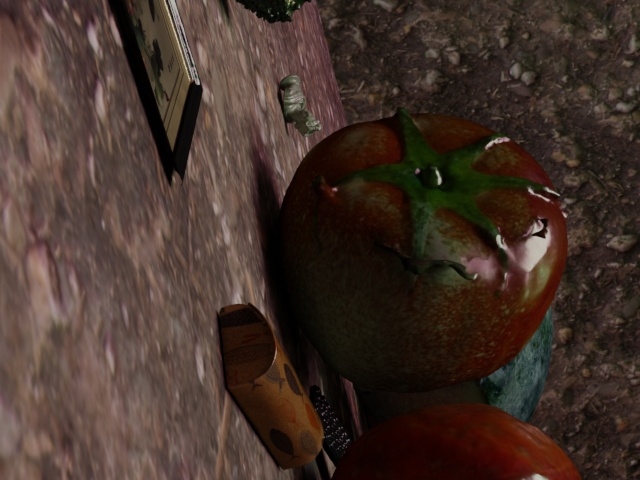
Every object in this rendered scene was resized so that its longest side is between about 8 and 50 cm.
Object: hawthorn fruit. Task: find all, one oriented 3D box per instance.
[{"bbox_3d":[0.115,0.266,1.066,0.262,0.258,0.258,-50,128,-67],"label":"hawthorn fruit"}]

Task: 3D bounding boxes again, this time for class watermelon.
[{"bbox_3d":[0.150,0.157,1.508,0.228,0.258,0.387,-58,163,-28],"label":"watermelon"}]

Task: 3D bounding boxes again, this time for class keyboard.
[{"bbox_3d":[0.038,0.239,1.229,0.204,0.013,0.061,59,18,-24],"label":"keyboard"}]

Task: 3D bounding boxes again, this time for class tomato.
[{"bbox_3d":[0.102,0.019,1.251,0.303,0.303,0.239,-97,-170,-46],"label":"tomato"}]

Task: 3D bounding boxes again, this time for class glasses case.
[{"bbox_3d":[-0.034,0.112,0.911,0.170,0.041,0.064,67,10,-57],"label":"glasses case"}]

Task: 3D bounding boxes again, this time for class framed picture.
[{"bbox_3d":[-0.118,-0.160,0.842,0.195,0.010,0.199,-92,168,-64],"label":"framed picture"}]

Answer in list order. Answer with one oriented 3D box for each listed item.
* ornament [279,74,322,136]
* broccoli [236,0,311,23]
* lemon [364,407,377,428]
[{"bbox_3d":[-0.032,-0.181,1.634,0.068,0.041,0.092,80,-12,-85],"label":"ornament"},{"bbox_3d":[-0.042,-0.325,1.276,0.154,0.160,0.167,114,-38,-50],"label":"broccoli"},{"bbox_3d":[0.186,0.234,1.806,0.267,0.267,0.267,-13,90,-85],"label":"lemon"}]
